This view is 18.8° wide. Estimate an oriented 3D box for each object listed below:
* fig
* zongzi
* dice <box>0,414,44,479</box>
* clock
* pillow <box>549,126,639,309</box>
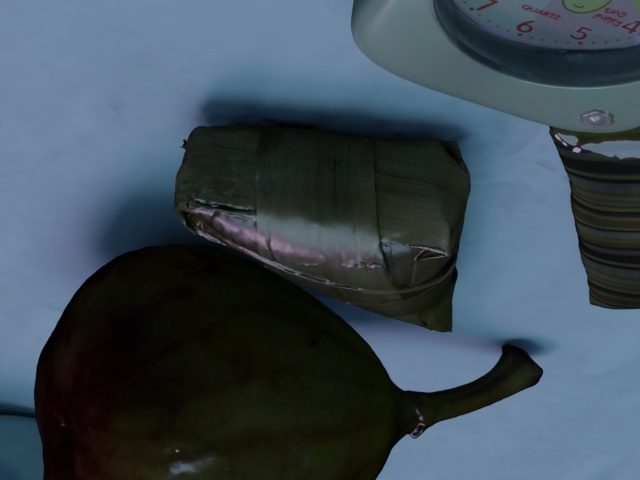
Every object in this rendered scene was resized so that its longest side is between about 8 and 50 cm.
[{"bbox_3d":[-0.006,0.106,1.172,0.321,0.217,0.217,-3,156,-20],"label":"fig"},{"bbox_3d":[0.000,0.000,1.073,0.160,0.078,0.176,11,156,5],"label":"zongzi"},{"bbox_3d":[-0.240,0.301,1.496,0.262,0.268,0.264,18,152,-15],"label":"dice"},{"bbox_3d":[0.110,-0.121,0.824,0.151,0.062,0.191,17,150,-15],"label":"clock"},{"bbox_3d":[0.188,-0.015,1.030,0.113,0.038,0.203,-2,151,13],"label":"pillow"}]
